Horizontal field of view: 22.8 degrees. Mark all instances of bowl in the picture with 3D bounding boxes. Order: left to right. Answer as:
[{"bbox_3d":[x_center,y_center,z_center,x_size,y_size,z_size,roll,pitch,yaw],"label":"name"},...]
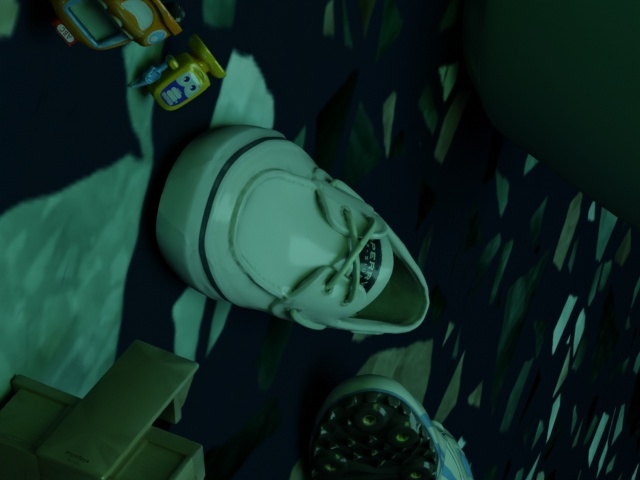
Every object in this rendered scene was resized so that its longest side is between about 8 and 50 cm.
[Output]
[{"bbox_3d":[0.197,-0.160,1.002,0.311,0.163,0.311,-50,149,-45],"label":"bowl"}]

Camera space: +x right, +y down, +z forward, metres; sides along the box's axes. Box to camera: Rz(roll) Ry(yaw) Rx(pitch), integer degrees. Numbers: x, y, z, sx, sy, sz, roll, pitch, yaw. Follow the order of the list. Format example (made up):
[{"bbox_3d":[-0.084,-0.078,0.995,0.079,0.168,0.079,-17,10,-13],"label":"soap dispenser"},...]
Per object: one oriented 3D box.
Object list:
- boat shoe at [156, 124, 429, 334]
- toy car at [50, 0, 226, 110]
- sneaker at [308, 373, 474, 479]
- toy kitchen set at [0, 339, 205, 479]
[{"bbox_3d":[0.000,0.000,0.763,0.226,0.075,0.083,21,87,-69],"label":"boat shoe"},{"bbox_3d":[-0.064,-0.069,0.586,0.040,0.060,0.122,-38,147,-1],"label":"toy car"},{"bbox_3d":[0.047,0.136,1.002,0.237,0.085,0.086,64,22,-56],"label":"sneaker"},{"bbox_3d":[-0.079,0.089,0.626,0.068,0.083,0.075,-51,151,-42],"label":"toy kitchen set"}]
